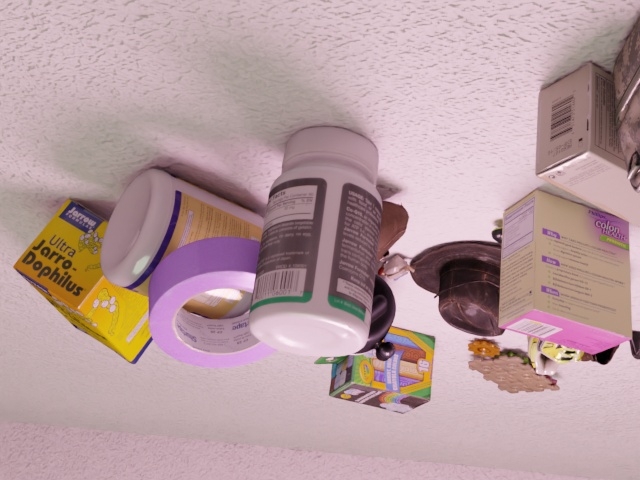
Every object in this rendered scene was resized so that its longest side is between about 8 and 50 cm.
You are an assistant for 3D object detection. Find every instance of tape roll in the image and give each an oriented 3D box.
[{"bbox_3d":[-0.181,0.119,1.744,0.274,0.090,0.275,-5,134,-5],"label":"tape roll"}]

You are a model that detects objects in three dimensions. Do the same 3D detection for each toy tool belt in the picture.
[{"bbox_3d":[0.168,0.068,2.065,0.051,0.052,0.083,27,150,-18],"label":"toy tool belt"}]

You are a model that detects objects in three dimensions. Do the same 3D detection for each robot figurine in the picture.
[{"bbox_3d":[0.079,0.168,2.133,0.173,0.209,0.278,0,164,-2],"label":"robot figurine"}]

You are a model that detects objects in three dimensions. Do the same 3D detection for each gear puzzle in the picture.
[{"bbox_3d":[0.500,0.336,2.543,0.175,0.044,0.339,-12,145,39],"label":"gear puzzle"}]

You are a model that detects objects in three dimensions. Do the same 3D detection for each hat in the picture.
[{"bbox_3d":[0.352,0.131,2.048,0.331,0.134,0.331,6,154,3],"label":"hat"}]

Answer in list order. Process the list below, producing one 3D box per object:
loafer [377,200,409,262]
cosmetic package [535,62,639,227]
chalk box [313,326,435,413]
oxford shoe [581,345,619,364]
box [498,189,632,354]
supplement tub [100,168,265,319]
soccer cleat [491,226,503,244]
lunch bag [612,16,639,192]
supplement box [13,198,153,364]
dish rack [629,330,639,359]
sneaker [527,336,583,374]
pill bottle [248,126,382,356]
[{"bbox_3d":[0.081,0.020,1.892,0.130,0.134,0.366,-5,166,-19],"label":"loafer"},{"bbox_3d":[0.482,-0.128,1.442,0.309,0.160,0.113,23,152,-27],"label":"cosmetic package"},{"bbox_3d":[0.132,0.326,2.469,0.289,0.179,0.180,16,154,-15],"label":"chalk box"},{"bbox_3d":[0.663,0.261,2.270,0.083,0.096,0.227,6,156,1],"label":"oxford shoe"},{"bbox_3d":[0.454,0.061,1.741,0.213,0.243,0.117,16,154,-18],"label":"box"},{"bbox_3d":[-0.241,0.024,1.871,0.331,0.241,0.241,25,150,-30],"label":"supplement tub"},{"bbox_3d":[0.417,0.020,1.865,0.179,0.072,0.060,20,152,-22],"label":"soccer cleat"},{"bbox_3d":[0.555,-0.160,1.237,0.305,0.256,0.212,8,155,-1],"label":"lunch bag"},{"bbox_3d":[-0.486,0.100,2.091,0.194,0.195,0.356,28,161,21],"label":"supplement box"},{"bbox_3d":[0.840,0.214,2.151,0.208,0.074,0.271,4,153,4],"label":"dish rack"},{"bbox_3d":[0.570,0.193,2.081,0.145,0.147,0.385,5,156,-5],"label":"sneaker"},{"bbox_3d":[0.000,0.000,1.610,0.204,0.361,0.204,7,154,3],"label":"pill bottle"}]
